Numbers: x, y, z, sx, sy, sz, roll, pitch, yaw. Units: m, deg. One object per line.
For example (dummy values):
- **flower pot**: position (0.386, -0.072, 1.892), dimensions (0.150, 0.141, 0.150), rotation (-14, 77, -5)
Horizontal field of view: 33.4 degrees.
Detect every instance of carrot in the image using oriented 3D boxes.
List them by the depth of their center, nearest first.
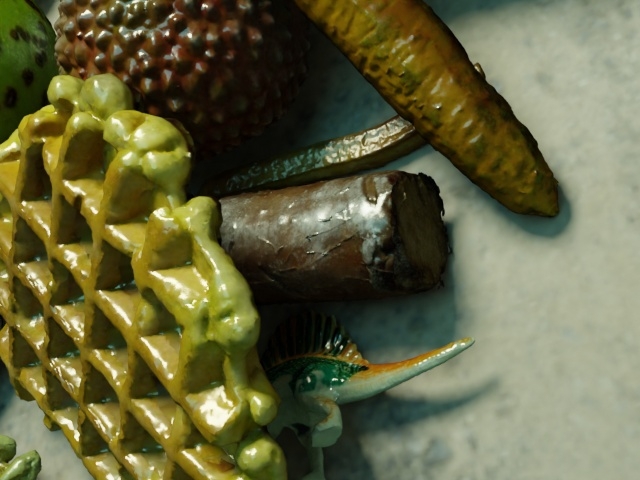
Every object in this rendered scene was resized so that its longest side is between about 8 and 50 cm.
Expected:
- **carrot**: position (0.027, -0.130, 0.592), dimensions (0.066, 0.066, 0.314), rotation (-44, 92, 11)

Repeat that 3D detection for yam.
- **yam**: position (-0.001, 0.000, 0.634), dimensions (0.141, 0.079, 0.079), rotation (-6, 71, 30)

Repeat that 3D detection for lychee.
- **lychee**: position (-0.086, -0.119, 0.683), dimensions (0.165, 0.197, 0.165), rotation (-6, 43, 6)

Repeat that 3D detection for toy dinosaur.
- **toy dinosaur**: position (-0.005, 0.082, 0.634), dimensions (0.187, 0.044, 0.106), rotation (-44, 43, 14)

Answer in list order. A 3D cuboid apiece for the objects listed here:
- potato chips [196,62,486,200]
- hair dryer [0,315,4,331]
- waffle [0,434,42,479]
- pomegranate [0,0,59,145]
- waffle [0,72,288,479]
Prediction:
- **potato chips**: position (0.013, -0.058, 0.669), dimensions (0.204, 0.037, 0.026), rotation (-19, 58, 22)
- **hair dryer**: position (-0.367, 0.085, 0.779), dimensions (0.225, 0.088, 0.219), rotation (33, 99, 7)
- **waffle**: position (-0.248, 0.219, 0.717), dimensions (0.169, 0.036, 0.183), rotation (-1, 85, 24)
- **pomegranate**: position (-0.291, -0.131, 0.744), dimensions (0.211, 0.263, 0.211), rotation (-15, 25, 7)
- **waffle**: position (-0.124, 0.054, 0.630), dimensions (0.300, 0.058, 0.281), rotation (60, 141, 16)
